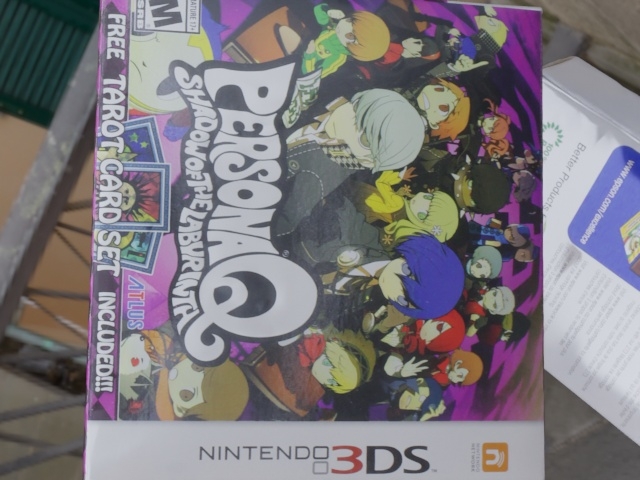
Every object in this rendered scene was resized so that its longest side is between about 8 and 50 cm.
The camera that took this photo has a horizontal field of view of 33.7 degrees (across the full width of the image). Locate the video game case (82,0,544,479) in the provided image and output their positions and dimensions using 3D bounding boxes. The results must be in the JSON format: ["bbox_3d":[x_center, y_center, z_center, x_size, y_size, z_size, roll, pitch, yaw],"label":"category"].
[{"bbox_3d":[0.000,0.000,0.489,0.042,0.210,0.232,155,117,-77],"label":"video game case"}]

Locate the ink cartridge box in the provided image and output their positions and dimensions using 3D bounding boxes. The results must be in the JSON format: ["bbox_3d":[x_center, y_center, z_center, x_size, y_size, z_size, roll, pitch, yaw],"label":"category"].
[{"bbox_3d":[0.248,0.062,0.633,0.371,0.069,0.176,41,131,24],"label":"ink cartridge box"}]
